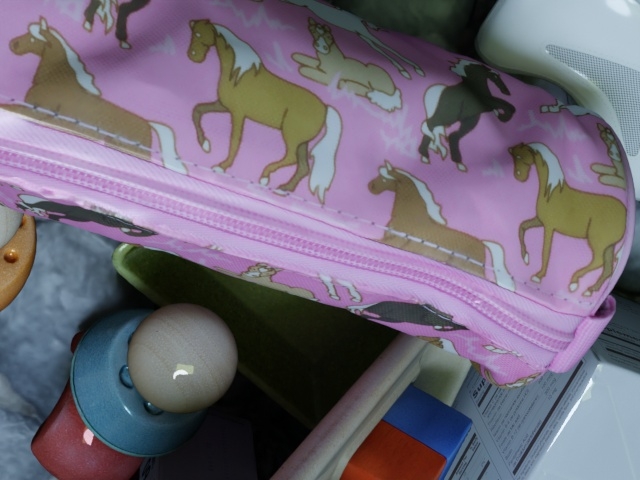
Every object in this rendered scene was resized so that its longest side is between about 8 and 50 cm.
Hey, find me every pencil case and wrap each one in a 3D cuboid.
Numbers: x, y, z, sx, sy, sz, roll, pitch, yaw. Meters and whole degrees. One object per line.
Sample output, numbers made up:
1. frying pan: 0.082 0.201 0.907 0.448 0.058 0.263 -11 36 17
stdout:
1. pencil case: -0.033 -0.046 0.514 0.386 0.160 0.167 17 75 -24

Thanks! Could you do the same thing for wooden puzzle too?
1. wooden puzzle: -0.022 0.228 0.617 0.080 0.348 0.322 32 122 18

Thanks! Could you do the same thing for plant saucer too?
1. plant saucer: 0.000 0.000 0.678 0.188 0.045 0.188 -42 114 10

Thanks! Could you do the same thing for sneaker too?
1. sneaker: 0.227 -0.066 0.659 0.330 0.122 0.146 37 122 -23

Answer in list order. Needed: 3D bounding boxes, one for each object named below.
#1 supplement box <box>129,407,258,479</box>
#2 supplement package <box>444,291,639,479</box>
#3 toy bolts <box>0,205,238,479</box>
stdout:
1. supplement box: -0.118 0.239 0.724 0.073 0.130 0.240 19 110 -15
2. supplement package: 0.219 0.166 0.735 0.261 0.145 0.204 21 109 -17
3. toy bolts: -0.161 0.073 0.585 0.228 0.218 0.158 24 148 -24
